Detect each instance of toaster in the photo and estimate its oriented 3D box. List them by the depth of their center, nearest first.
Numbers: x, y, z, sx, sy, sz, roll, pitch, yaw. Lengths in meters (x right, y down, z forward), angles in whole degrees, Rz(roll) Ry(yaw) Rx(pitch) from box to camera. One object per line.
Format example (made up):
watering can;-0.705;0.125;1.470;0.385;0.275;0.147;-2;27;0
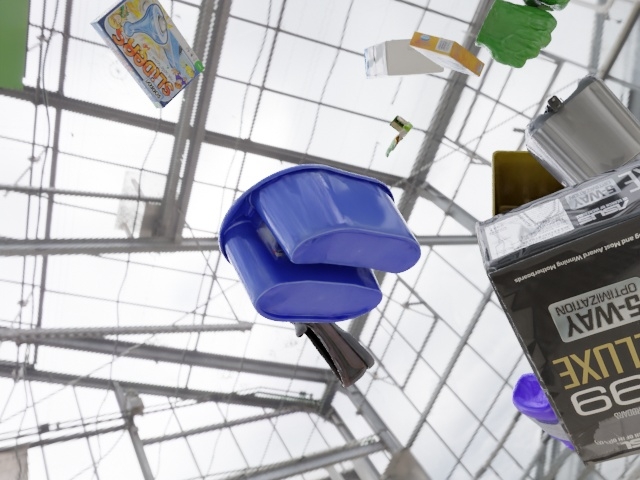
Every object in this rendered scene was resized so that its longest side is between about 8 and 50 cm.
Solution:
toaster;0.387;-0.138;0.825;0.129;0.146;0.227;-42;-13;14

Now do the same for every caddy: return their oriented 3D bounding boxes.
caddy;0.000;0.000;0.956;0.341;0.179;0.241;9;-50;-42

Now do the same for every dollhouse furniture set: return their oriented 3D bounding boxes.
dollhouse furniture set;0.207;-0.300;1.604;0.076;0.058;0.152;-51;-1;40

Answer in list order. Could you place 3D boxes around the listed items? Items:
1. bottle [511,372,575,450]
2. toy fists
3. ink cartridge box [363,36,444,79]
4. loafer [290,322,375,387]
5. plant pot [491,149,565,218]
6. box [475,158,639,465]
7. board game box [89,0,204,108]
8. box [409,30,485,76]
bottle;0.528;0.383;1.240;0.283;0.118;0.092;39;-110;-30
toy fists;0.453;-0.502;1.227;0.279;0.142;0.096;-62;-14;1
ink cartridge box;0.207;-0.459;1.454;0.148;0.203;0.086;-7;-75;-8
loafer;-0.012;0.210;1.330;0.095;0.302;0.109;-45;-13;-15
plant pot;0.482;-0.060;1.285;0.212;0.212;0.187;3;-25;10
box;0.310;0.038;0.441;0.307;0.077;0.242;-23;-63;19
board game box;-0.339;-0.386;1.146;0.136;0.035;0.201;-53;-50;-23
box;0.216;-0.308;0.959;0.136;0.081;0.028;2;-67;-52
